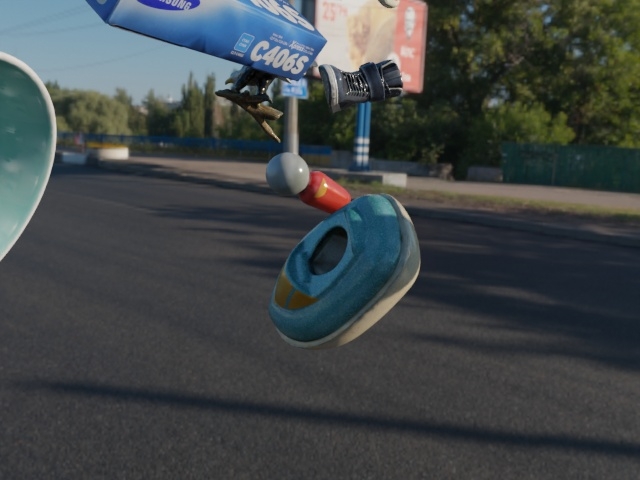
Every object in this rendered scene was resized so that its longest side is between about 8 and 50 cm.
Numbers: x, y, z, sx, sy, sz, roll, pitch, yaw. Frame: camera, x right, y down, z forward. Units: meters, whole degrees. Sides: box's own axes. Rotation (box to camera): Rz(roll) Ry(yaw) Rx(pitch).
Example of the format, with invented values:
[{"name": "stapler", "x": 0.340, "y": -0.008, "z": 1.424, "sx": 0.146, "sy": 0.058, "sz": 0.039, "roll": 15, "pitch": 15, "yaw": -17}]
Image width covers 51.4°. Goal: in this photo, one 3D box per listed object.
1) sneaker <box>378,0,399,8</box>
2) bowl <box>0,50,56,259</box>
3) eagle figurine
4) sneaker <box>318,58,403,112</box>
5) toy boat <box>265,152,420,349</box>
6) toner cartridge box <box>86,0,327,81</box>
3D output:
[{"name": "sneaker", "x": 0.174, "y": -0.678, "z": 1.755, "sx": 0.075, "sy": 0.057, "sz": 0.161, "roll": -16, "pitch": -34, "yaw": 37}, {"name": "bowl", "x": -0.427, "y": -0.075, "z": 0.635, "sx": 0.163, "sy": 0.311, "sz": 0.311, "roll": 30, "pitch": 14, "yaw": 8}, {"name": "eagle figurine", "x": -0.139, "y": -0.420, "z": 1.560, "sx": 0.225, "sy": 0.298, "sz": 0.226, "roll": 11, "pitch": -29, "yaw": 13}, {"name": "sneaker", "x": 0.084, "y": -0.322, "z": 1.338, "sx": 0.164, "sy": 0.086, "sz": 0.226, "roll": -14, "pitch": 3, "yaw": 5}, {"name": "toy boat", "x": 0.000, "y": 0.000, "z": 0.963, "sx": 0.148, "sy": 0.267, "sz": 0.318, "roll": 27, "pitch": 32, "yaw": -33}, {"name": "toner cartridge box", "x": -0.145, "y": -0.292, "z": 0.784, "sx": 0.165, "sy": 0.075, "sz": 0.348, "roll": 47, "pitch": 23, "yaw": 18}]
